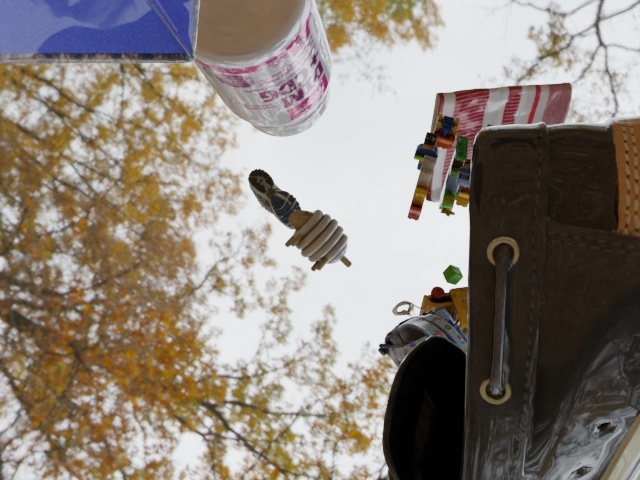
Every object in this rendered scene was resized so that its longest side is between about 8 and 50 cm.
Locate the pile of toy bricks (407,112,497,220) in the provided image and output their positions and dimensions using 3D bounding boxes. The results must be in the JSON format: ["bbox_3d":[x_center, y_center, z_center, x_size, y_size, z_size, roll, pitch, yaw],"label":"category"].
[{"bbox_3d":[0.180,-0.084,1.021,0.118,0.105,0.212,16,-144,6],"label":"pile of toy bricks"}]

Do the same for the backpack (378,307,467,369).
[{"bbox_3d":[0.195,0.191,1.257,0.117,0.173,0.158,-29,-102,-21],"label":"backpack"}]

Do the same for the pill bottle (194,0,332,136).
[{"bbox_3d":[-0.071,-0.238,0.933,0.160,0.283,0.160,-2,-101,8],"label":"pill bottle"}]

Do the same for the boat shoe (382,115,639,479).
[{"bbox_3d":[0.117,0.138,0.494,0.156,0.500,0.187,11,-144,5],"label":"boat shoe"}]

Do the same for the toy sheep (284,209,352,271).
[{"bbox_3d":[0.000,0.000,1.231,0.091,0.132,0.091,-43,-167,12],"label":"toy sheep"}]

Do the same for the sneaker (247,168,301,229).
[{"bbox_3d":[-0.085,-0.074,1.402,0.052,0.135,0.058,-38,177,-20],"label":"sneaker"}]

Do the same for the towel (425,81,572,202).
[{"bbox_3d":[0.370,-0.204,1.556,0.329,0.237,0.037,-9,-150,-23],"label":"towel"}]

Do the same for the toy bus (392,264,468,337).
[{"bbox_3d":[0.279,0.153,1.469,0.202,0.191,0.104,-40,-138,22],"label":"toy bus"}]

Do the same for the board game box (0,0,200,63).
[{"bbox_3d":[-0.234,-0.180,0.353,0.291,0.232,0.141,23,-66,33],"label":"board game box"}]
